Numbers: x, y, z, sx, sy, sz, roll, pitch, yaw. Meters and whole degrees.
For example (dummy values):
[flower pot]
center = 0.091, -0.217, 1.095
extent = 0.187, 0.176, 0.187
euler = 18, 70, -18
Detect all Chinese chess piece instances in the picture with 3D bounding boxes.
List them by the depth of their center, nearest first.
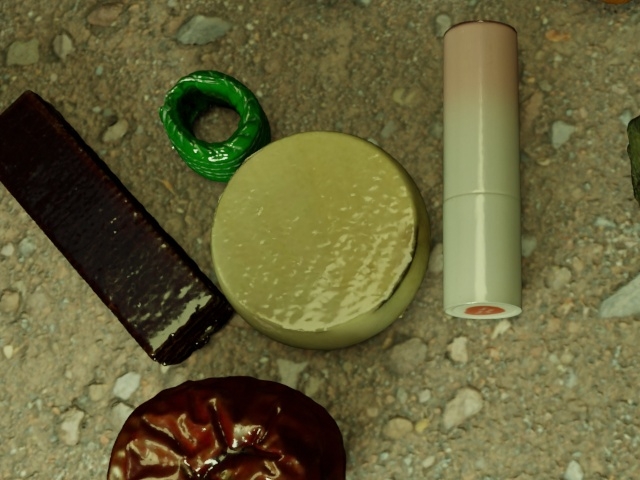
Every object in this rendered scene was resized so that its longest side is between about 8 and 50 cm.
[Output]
[Chinese chess piece]
center = 0.000, 0.000, 1.394
extent = 0.251, 0.097, 0.250
euler = -3, 74, 11

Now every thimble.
[thimble]
center = -0.124, -0.137, 1.463
extent = 0.130, 0.090, 0.118
euler = 17, 77, 15

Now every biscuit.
[biscuit]
center = -0.263, -0.017, 1.472
extent = 0.107, 0.073, 0.388
euler = -44, 71, 0

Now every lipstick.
[lipstick]
center = 0.180, -0.080, 1.380
extent = 0.087, 0.087, 0.326
euler = -2, 75, 12

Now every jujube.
[jujube]
center = -0.094, 0.250, 1.299
extent = 0.232, 0.213, 0.212
euler = 3, 76, 18

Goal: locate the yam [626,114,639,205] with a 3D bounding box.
[yam]
center = 0.474, -0.106, 1.269
extent = 0.300, 0.195, 0.195
euler = -31, 71, 3

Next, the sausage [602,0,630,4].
[sausage]
center = 0.336, -0.397, 1.422
extent = 0.114, 0.113, 0.259
euler = -1, 74, 13
